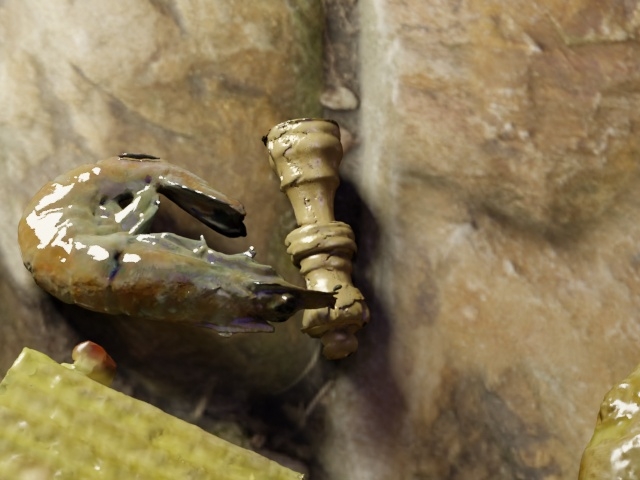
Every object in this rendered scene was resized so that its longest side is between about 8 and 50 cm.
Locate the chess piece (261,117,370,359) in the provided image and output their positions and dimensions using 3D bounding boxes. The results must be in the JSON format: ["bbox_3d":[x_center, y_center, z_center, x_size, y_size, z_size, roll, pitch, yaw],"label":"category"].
[{"bbox_3d":[0.000,0.000,0.802,0.060,0.060,0.171,-3,69,-18],"label":"chess piece"}]

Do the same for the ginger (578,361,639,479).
[{"bbox_3d":[0.232,0.174,0.774,0.109,0.116,0.263,11,62,33],"label":"ginger"}]

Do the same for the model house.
[{"bbox_3d":[-0.126,0.190,0.623,0.196,0.160,0.253,24,61,-5],"label":"model house"}]

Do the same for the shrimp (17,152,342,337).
[{"bbox_3d":[-0.093,0.001,0.764,0.224,0.047,0.126,12,60,3],"label":"shrimp"}]
